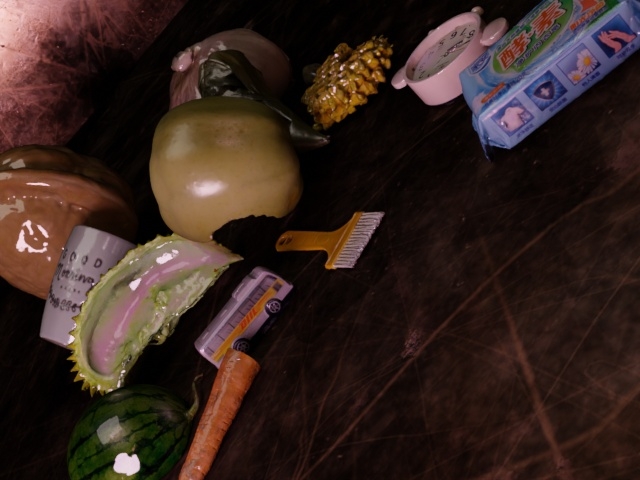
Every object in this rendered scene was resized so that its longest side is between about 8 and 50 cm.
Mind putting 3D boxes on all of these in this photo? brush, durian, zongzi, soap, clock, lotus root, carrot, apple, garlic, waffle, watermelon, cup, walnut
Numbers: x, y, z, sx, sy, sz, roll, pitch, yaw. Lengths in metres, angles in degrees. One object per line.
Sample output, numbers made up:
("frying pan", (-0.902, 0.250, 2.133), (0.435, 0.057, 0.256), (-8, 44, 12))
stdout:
("brush", (0.000, 0.000, 1.393), (0.272, 0.013, 0.103), (-1, 54, 58))
("durian", (-0.313, 0.122, 1.571), (0.355, 0.157, 0.169), (-52, 33, -12))
("zongzi", (-0.110, -0.266, 1.687), (0.274, 0.250, 0.125), (-14, 3, 44))
("soap", (0.304, -0.244, 1.158), (0.293, 0.077, 0.156), (-40, 28, 20))
("clock", (0.207, -0.284, 1.389), (0.229, 0.063, 0.155), (-19, 37, 43))
("lotus root", (-0.007, -0.331, 1.793), (0.049, 0.054, 0.099), (-41, 26, -3))
("carrot", (-0.150, 0.262, 1.247), (0.057, 0.057, 0.224), (-13, 47, 51))
("apple", (-0.167, -0.129, 1.538), (0.279, 0.279, 0.279), (-37, 29, 25))
("garlic", (-0.214, -0.326, 1.948), (0.322, 0.241, 0.322), (-45, 5, 5))
("waffle", (0.048, -0.306, 1.654), (0.193, 0.070, 0.197), (-18, 41, 49))
("watermelon", (-0.303, 0.297, 1.355), (0.232, 0.127, 0.204), (-34, 27, 20))
("cup", (-0.423, 0.117, 1.762), (0.258, 0.186, 0.234), (11, 73, 29))
("walnut", (-0.597, -0.045, 1.990), (0.384, 0.384, 0.383), (-37, 29, 25))

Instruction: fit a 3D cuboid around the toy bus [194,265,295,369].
("toy bus", (-0.117, 0.118, 1.357), (0.172, 0.072, 0.057), (-52, 22, -5))
